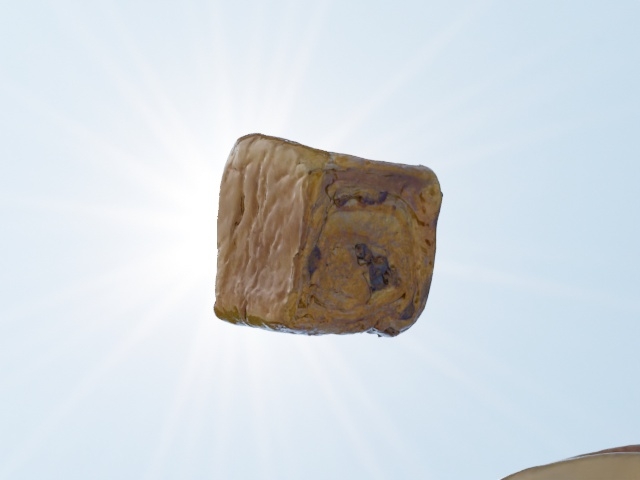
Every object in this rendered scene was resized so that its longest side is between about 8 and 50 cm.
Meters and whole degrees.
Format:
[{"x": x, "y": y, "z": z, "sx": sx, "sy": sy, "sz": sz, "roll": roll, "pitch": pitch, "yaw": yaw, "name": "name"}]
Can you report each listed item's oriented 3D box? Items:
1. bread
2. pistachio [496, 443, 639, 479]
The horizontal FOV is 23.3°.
[{"x": 0.000, "y": 0.000, "z": 1.236, "sx": 0.143, "sy": 0.149, "sz": 0.158, "roll": 3, "pitch": -98, "yaw": 50, "name": "bread"}, {"x": 0.211, "y": 0.286, "z": 0.798, "sx": 0.445, "sy": 0.281, "sz": 0.365, "roll": 4, "pitch": -83, "yaw": 33, "name": "pistachio"}]
